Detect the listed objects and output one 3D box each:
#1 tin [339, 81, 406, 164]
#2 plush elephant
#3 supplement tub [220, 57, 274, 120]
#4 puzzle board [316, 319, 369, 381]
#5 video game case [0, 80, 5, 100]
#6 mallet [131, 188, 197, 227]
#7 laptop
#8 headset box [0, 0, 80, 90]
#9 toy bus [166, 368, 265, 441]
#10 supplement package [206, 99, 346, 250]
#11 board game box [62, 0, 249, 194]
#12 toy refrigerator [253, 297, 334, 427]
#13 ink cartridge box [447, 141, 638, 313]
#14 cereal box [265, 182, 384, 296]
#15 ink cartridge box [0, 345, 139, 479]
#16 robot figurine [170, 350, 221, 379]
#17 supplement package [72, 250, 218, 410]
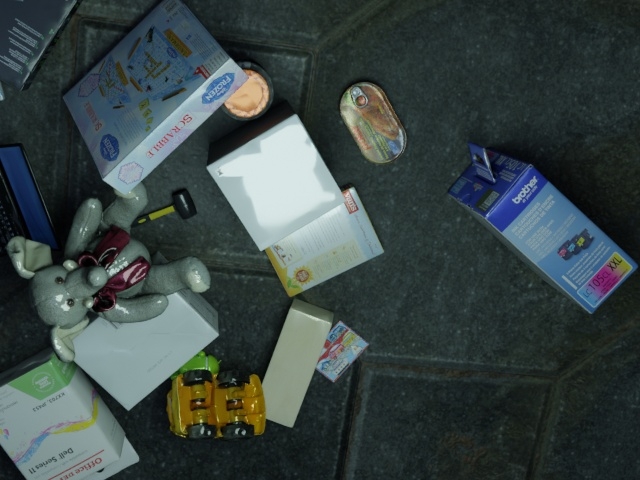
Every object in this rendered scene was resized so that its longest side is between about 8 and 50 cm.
[{"bbox_3d":[0.112,-0.254,1.729,0.106,0.040,0.189,-31,107,-2],"label":"tin"},{"bbox_3d":[-0.432,0.069,1.495,0.330,0.255,0.271,-27,99,24],"label":"plush elephant"},{"bbox_3d":[-0.154,-0.304,1.600,0.117,0.190,0.116,-2,105,-7],"label":"supplement tub"},{"bbox_3d":[0.039,0.263,1.879,0.096,0.011,0.128,40,98,-15],"label":"puzzle board"},{"bbox_3d":[-0.764,-0.361,1.594,0.213,0.023,0.193,-10,107,-4],"label":"video game case"},{"bbox_3d":[-0.359,-0.045,1.732,0.190,0.039,0.062,-27,110,6],"label":"mallet"},{"bbox_3d":[-0.682,-0.064,1.630,0.265,0.136,0.234,-16,107,-2],"label":"laptop"},{"bbox_3d":[-0.610,-0.452,1.513,0.246,0.131,0.283,31,94,-18],"label":"headset box"},{"bbox_3d":[-0.265,0.378,1.769,0.220,0.211,0.149,10,64,-40],"label":"toy bus"},{"bbox_3d":[-0.095,-0.140,1.616,0.199,0.262,0.198,-30,107,3],"label":"supplement package"},{"bbox_3d":[-0.326,-0.291,1.526,0.318,0.318,0.066,-42,137,6],"label":"board game box"},{"bbox_3d":[-0.062,0.279,1.827,0.102,0.094,0.269,20,102,0],"label":"toy refrigerator"},{"bbox_3d":[0.444,-0.048,1.706,0.395,0.270,0.151,38,96,-16],"label":"ink cartridge box"},{"bbox_3d":[0.000,0.000,1.780,0.240,0.047,0.172,-25,107,0],"label":"cereal box"},{"bbox_3d":[-0.584,0.433,1.792,0.207,0.119,0.353,-29,107,1],"label":"ink cartridge box"},{"bbox_3d":[-0.284,0.294,1.817,0.115,0.067,0.101,0,112,-8],"label":"robot figurine"},{"bbox_3d":[-0.387,0.194,1.735,0.262,0.145,0.204,-40,107,4],"label":"supplement package"}]
